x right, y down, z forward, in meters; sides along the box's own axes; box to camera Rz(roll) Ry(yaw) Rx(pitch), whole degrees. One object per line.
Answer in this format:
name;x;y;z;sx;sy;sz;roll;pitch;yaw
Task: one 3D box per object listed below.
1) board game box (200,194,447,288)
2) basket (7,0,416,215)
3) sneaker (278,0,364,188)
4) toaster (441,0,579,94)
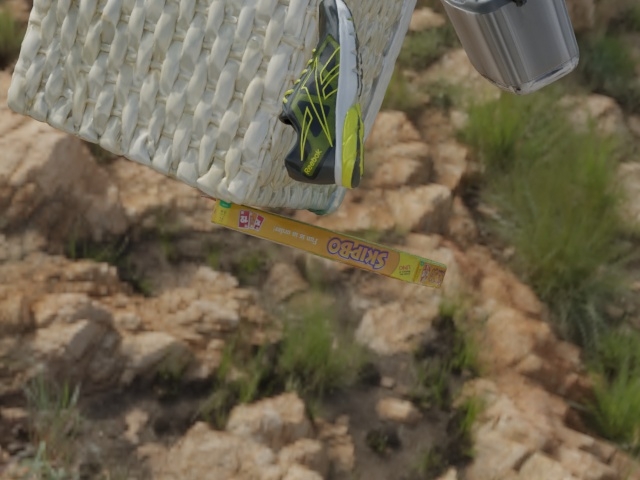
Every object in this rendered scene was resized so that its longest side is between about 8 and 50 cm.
board game box;0.000;0.000;1.328;0.259;0.039;0.124;19;2;20
basket;-0.110;-0.223;1.290;0.328;0.331;0.266;23;11;18
sneaker;0.000;-0.062;0.507;0.035;0.031;0.083;-2;78;6
toaster;0.252;-0.287;1.592;0.129;0.146;0.227;-29;26;-4
